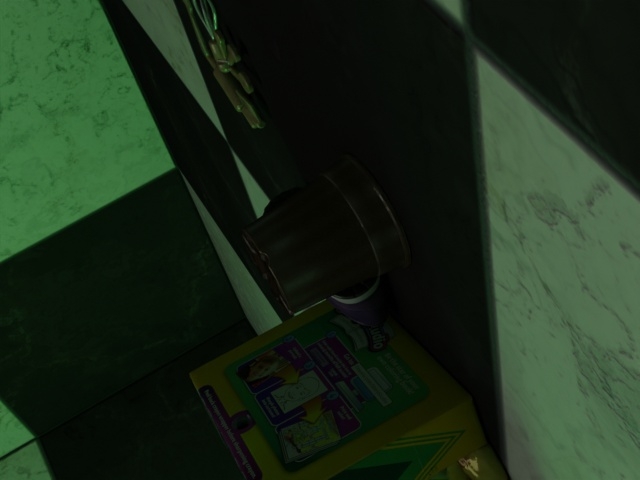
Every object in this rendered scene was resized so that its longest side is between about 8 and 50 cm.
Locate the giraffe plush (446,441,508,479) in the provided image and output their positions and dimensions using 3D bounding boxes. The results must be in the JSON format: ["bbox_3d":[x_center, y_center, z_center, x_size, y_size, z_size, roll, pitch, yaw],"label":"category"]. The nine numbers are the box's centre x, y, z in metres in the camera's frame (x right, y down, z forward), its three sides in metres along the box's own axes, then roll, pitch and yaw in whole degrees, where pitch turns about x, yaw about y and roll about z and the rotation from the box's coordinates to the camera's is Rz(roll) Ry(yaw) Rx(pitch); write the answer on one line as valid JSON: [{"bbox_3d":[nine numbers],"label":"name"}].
[{"bbox_3d":[0.194,0.398,1.396,0.210,0.171,0.181,55,169,27],"label":"giraffe plush"}]

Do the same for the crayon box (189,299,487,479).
[{"bbox_3d":[0.012,0.243,1.446,0.363,0.313,0.106,46,159,57],"label":"crayon box"}]

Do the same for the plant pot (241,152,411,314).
[{"bbox_3d":[0.000,0.000,1.244,0.167,0.165,0.167,58,170,16],"label":"plant pot"}]

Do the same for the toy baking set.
[{"bbox_3d":[-0.151,-0.295,1.564,0.256,0.030,0.196,56,167,20],"label":"toy baking set"}]

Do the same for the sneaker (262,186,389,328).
[{"bbox_3d":[0.005,0.034,1.512,0.283,0.107,0.124,51,172,43],"label":"sneaker"}]

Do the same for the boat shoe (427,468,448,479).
[{"bbox_3d":[0.088,0.395,1.481,0.118,0.320,0.103,-25,70,54],"label":"boat shoe"}]
